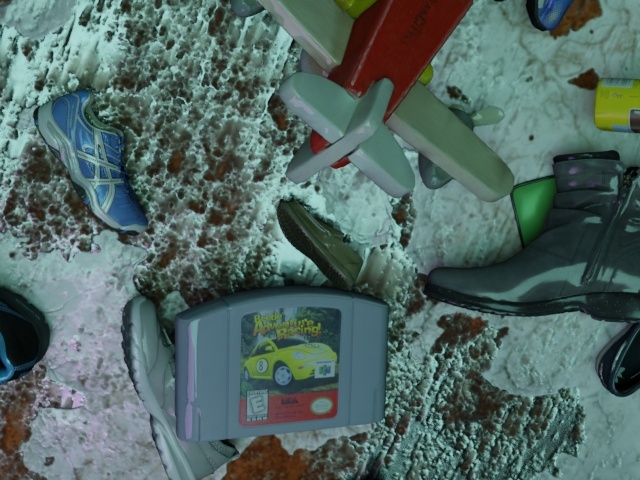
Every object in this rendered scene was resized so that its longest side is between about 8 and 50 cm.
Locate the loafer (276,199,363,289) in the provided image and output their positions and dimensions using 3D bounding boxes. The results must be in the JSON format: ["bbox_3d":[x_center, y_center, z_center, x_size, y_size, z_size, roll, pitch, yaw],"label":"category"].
[{"bbox_3d":[0.000,0.000,1.591,0.148,0.056,0.050,50,61,-4],"label":"loafer"}]

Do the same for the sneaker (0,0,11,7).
[{"bbox_3d":[-0.386,-0.368,1.485,0.083,0.084,0.215,43,89,-7],"label":"sneaker"}]

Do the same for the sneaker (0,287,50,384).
[{"bbox_3d":[-0.514,0.068,1.548,0.341,0.139,0.125,31,102,-7],"label":"sneaker"}]

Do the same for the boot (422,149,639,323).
[{"bbox_3d":[0.309,-0.008,1.570,0.338,0.118,0.222,3,89,4],"label":"boot"}]

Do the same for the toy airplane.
[{"bbox_3d":[0.056,-0.216,1.431,0.384,0.272,0.386,-10,90,-31],"label":"toy airplane"}]

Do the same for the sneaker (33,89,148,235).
[{"bbox_3d":[-0.285,-0.100,1.545,0.081,0.080,0.211,-31,103,9],"label":"sneaker"}]

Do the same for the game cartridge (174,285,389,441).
[{"bbox_3d":[-0.048,0.159,1.581,0.294,0.060,0.196,-4,100,-20],"label":"game cartridge"}]

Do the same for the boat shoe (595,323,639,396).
[{"bbox_3d":[0.476,0.110,1.612,0.254,0.079,0.095,-44,99,8],"label":"boat shoe"}]

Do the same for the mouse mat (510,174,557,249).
[{"bbox_3d":[0.350,-0.003,1.621,0.153,0.007,0.189,-14,104,2],"label":"mouse mat"}]

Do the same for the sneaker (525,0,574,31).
[{"bbox_3d":[0.388,-0.384,1.472,0.147,0.130,0.330,40,99,-7],"label":"sneaker"}]

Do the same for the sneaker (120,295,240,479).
[{"bbox_3d":[-0.194,0.197,1.620,0.115,0.105,0.281,-20,109,-13],"label":"sneaker"}]

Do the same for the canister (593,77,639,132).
[{"bbox_3d":[0.441,-0.167,1.497,0.170,0.126,0.073,6,94,23],"label":"canister"}]
